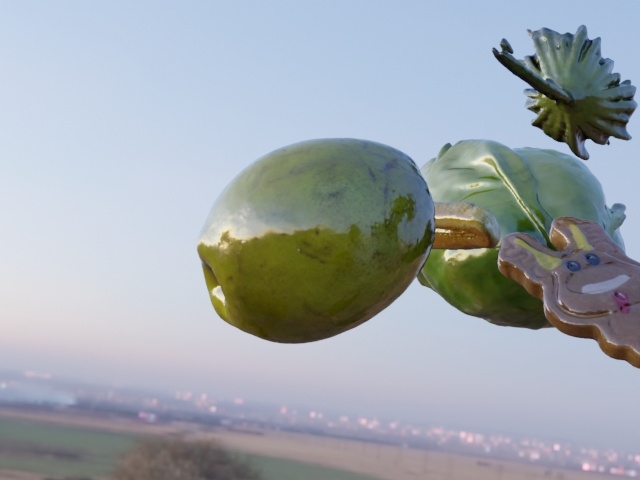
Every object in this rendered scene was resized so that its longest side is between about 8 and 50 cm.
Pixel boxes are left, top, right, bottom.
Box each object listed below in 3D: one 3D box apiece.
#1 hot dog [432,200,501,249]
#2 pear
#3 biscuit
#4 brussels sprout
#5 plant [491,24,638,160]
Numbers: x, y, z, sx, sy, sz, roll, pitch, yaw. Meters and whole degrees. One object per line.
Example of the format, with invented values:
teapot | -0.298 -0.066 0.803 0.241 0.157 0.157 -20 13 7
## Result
hot dog | 0.163 -0.027 1.858 0.285 0.061 0.088 5 -35 43
pear | 0.000 0.000 1.482 0.307 0.253 0.253 -15 -2 -15
biscuit | 0.367 0.061 1.570 0.186 0.044 0.295 -20 42 -23
brussels sprout | 0.383 0.000 2.273 0.425 0.343 0.361 6 18 -3
plant | 0.367 -0.211 1.869 0.251 0.180 0.333 44 35 6
